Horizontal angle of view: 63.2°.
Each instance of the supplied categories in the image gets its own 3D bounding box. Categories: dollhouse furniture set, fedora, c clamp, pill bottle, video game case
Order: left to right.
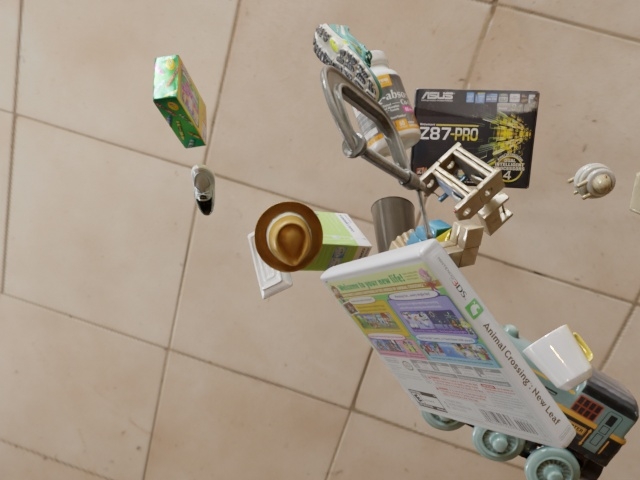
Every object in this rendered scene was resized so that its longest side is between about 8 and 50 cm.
[{"bbox_3d":[-0.076,0.000,1.317,0.195,0.079,0.194,-3,109,-10],"label":"fedora"},{"bbox_3d":[0.174,-0.394,1.512,0.162,0.162,0.278,-21,82,15],"label":"pill bottle"},{"bbox_3d":[0.055,-0.085,0.473,0.022,0.161,0.137,-25,60,30],"label":"c clamp"},{"bbox_3d":[0.099,0.094,0.487,0.023,0.212,0.193,-39,96,-21],"label":"video game case"},{"bbox_3d":[0.327,-0.094,1.171,0.129,0.129,0.183,-42,141,0],"label":"dollhouse furniture set"}]

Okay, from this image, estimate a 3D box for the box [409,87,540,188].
[{"bbox_3d":[0.502,-0.339,1.737,0.396,0.097,0.317,4,101,7],"label":"box"}]

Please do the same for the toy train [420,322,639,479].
[{"bbox_3d":[0.297,0.233,0.793,0.334,0.142,0.190,30,105,5],"label":"toy train"}]

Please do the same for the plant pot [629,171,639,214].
[{"bbox_3d":[0.659,-0.090,1.001,0.096,0.109,0.108,13,108,35],"label":"plant pot"}]

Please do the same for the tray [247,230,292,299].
[{"bbox_3d":[-0.194,0.067,1.909,0.145,0.030,0.270,-27,66,25],"label":"tray"}]

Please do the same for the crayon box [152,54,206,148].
[{"bbox_3d":[-0.452,-0.445,1.698,0.081,0.278,0.165,-7,68,5],"label":"crayon box"}]

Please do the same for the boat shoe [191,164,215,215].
[{"bbox_3d":[-0.408,-0.172,1.840,0.080,0.081,0.227,-3,146,-6],"label":"boat shoe"}]

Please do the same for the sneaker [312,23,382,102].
[{"bbox_3d":[0.084,-0.443,1.275,0.275,0.110,0.107,62,153,25],"label":"sneaker"}]

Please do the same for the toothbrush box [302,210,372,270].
[{"bbox_3d":[0.000,0.000,1.790,0.284,0.206,0.122,1,125,-31],"label":"toothbrush box"}]

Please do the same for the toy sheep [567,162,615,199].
[{"bbox_3d":[0.626,-0.137,1.197,0.091,0.132,0.091,2,110,4],"label":"toy sheep"}]

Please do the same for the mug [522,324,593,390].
[{"bbox_3d":[0.296,0.140,0.624,0.078,0.062,0.064,-29,65,-5],"label":"mug"}]

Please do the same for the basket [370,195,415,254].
[{"bbox_3d":[0.264,-0.010,1.822,0.154,0.204,0.226,-11,62,17],"label":"basket"}]

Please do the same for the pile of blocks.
[{"bbox_3d":[0.186,0.042,1.101,0.362,0.113,0.148,-51,54,55],"label":"pile of blocks"}]
